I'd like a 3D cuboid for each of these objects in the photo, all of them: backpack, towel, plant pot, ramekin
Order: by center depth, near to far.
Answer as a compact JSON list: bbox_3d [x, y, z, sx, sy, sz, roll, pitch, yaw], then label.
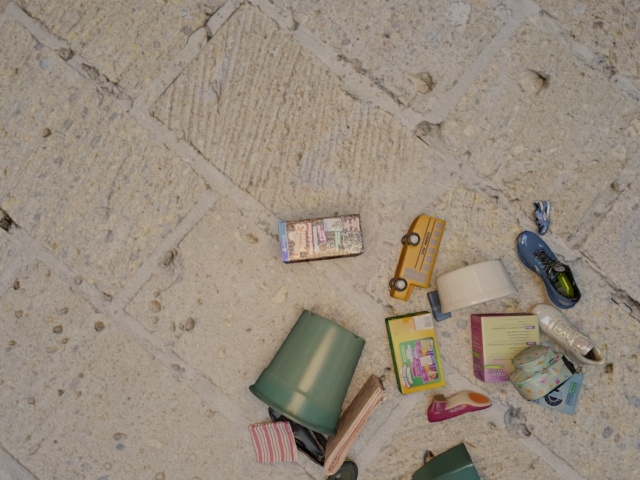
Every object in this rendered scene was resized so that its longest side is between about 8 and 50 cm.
[{"bbox_3d":[0.746,0.454,1.523,0.188,0.166,0.144,-42,86,-7],"label":"backpack"},{"bbox_3d":[0.120,0.623,1.538,0.053,0.332,0.317,36,85,8],"label":"towel"},{"bbox_3d":[-0.021,0.449,1.567,0.341,0.341,0.334,28,78,1],"label":"plant pot"},{"bbox_3d":[0.556,0.166,1.610,0.277,0.277,0.135,-15,77,-2],"label":"ramekin"},{"bbox_3d":[0.464,0.888,1.612,0.234,0.165,0.165,-24,87,6],"label":"plant pot"},{"bbox_3d":[-0.178,0.748,1.632,0.197,0.029,0.144,-18,84,28],"label":"towel"},{"bbox_3d":[0.461,0.251,1.719,0.067,0.029,0.119,-18,87,-2],"label":"towel"}]

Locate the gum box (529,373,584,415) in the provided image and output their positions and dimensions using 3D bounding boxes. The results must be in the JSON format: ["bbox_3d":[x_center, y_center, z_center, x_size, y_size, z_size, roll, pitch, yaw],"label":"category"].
[{"bbox_3d":[0.893,0.563,1.697,0.185,0.041,0.156,18,86,0],"label":"gum box"}]

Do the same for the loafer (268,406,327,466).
[{"bbox_3d":[-0.073,0.716,1.645,0.302,0.095,0.109,43,88,2],"label":"loafer"}]

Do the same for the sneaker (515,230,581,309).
[{"bbox_3d":[0.869,0.098,1.666,0.130,0.147,0.330,-29,73,-4],"label":"sneaker"}]

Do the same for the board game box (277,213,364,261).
[{"bbox_3d":[0.000,0.000,1.629,0.291,0.232,0.141,-6,85,-2],"label":"board game box"}]

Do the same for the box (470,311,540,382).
[{"bbox_3d":[0.697,0.399,1.668,0.214,0.117,0.242,-2,85,-1],"label":"box"}]

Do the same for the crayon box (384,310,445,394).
[{"bbox_3d":[0.350,0.416,1.650,0.166,0.081,0.278,-10,85,-3],"label":"crayon box"}]

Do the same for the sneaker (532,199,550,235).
[{"bbox_3d":[0.864,-0.090,1.739,0.059,0.053,0.144,7,77,-1],"label":"sneaker"}]

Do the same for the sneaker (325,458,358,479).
[{"bbox_3d":[0.040,0.946,1.618,0.111,0.121,0.300,35,86,1],"label":"sneaker"}]

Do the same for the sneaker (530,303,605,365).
[{"bbox_3d":[0.935,0.348,1.658,0.305,0.152,0.114,42,87,3],"label":"sneaker"}]

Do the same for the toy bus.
[{"bbox_3d":[0.366,0.071,1.692,0.130,0.108,0.332,17,85,-1],"label":"toy bus"}]

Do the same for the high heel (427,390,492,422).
[{"bbox_3d":[0.529,0.644,1.682,0.244,0.082,0.117,0,115,-13],"label":"high heel"}]
